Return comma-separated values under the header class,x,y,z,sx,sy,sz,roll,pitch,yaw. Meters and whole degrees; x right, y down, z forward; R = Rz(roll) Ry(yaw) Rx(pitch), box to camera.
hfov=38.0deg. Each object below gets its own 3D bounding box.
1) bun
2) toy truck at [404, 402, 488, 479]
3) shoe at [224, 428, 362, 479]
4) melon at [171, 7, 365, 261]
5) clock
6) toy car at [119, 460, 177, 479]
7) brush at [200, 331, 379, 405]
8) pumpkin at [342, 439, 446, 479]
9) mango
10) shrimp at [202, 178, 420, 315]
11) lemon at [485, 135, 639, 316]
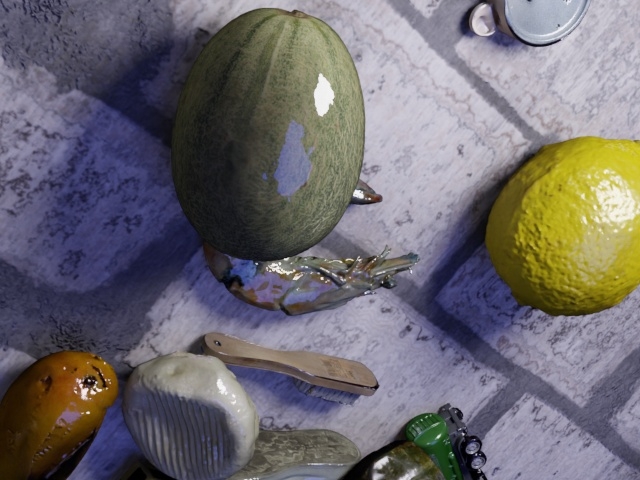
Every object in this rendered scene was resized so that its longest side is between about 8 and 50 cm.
class,x,y,z,sx,sy,sz,roll,pitch,yaw
bun,-0.184,0.256,1.403,0.230,0.133,0.231,10,123,16
toy truck,0.241,0.415,1.736,0.124,0.101,0.243,-26,123,-4
shoe,-0.085,0.413,1.566,0.316,0.124,0.159,1,119,-29
melon,-0.065,-0.130,1.190,0.248,0.248,0.329,0,115,-25
clock,0.321,-0.362,1.350,0.229,0.063,0.156,-30,127,-9
toy car,-0.218,0.447,1.522,0.101,0.124,0.256,-50,135,6
brush,-0.052,0.213,1.505,0.327,0.070,0.065,18,119,-31
pumpkin,0.137,0.520,1.615,0.242,0.232,0.325,-31,145,-12
mango,-0.384,0.259,1.322,0.249,0.151,0.156,-56,166,22
shrimp,0.000,0.000,1.403,0.360,0.085,0.247,6,108,-24
lemon,0.404,-0.028,1.460,0.268,0.268,0.322,21,103,-33
